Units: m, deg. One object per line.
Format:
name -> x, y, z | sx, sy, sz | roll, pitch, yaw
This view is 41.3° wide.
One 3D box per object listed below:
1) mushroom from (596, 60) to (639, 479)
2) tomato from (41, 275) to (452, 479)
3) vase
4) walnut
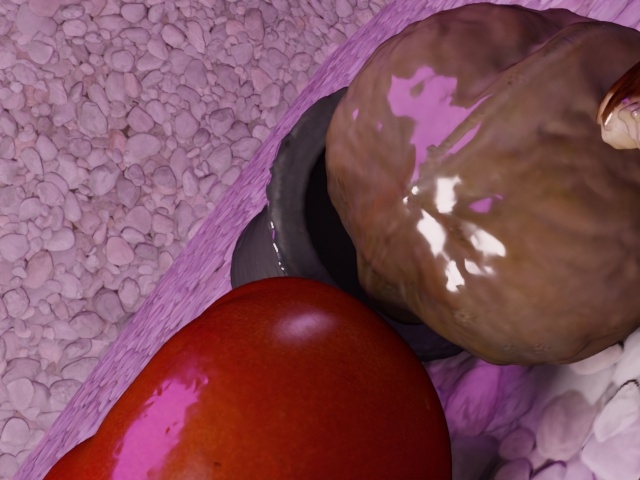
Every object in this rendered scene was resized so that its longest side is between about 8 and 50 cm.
mushroom -> 0.207, 0.012, 0.392 | 0.233, 0.208, 0.302 | -8, -33, -42
tomato -> -0.041, 0.167, 0.567 | 0.298, 0.226, 0.298 | -47, -5, -5
vase -> 0.020, 0.008, 0.836 | 0.245, 0.245, 0.291 | -56, 10, -23
walnut -> 0.124, -0.037, 0.559 | 0.248, 0.248, 0.248 | -46, 14, 15
